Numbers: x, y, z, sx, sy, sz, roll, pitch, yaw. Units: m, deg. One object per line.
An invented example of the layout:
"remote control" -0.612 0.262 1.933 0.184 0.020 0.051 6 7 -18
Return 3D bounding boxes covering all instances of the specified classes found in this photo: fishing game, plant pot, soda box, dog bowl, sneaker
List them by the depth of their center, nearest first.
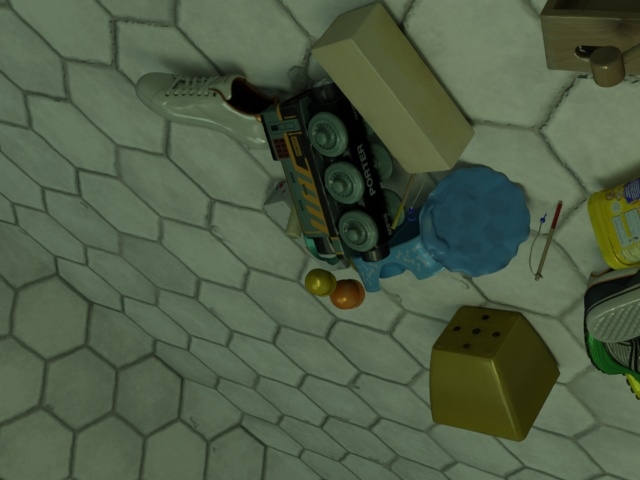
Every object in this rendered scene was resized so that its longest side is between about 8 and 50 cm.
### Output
"sneaker" 0.564 0.049 1.318 0.321 0.127 0.126 -20 129 24
"fishing game" 0.259 -0.029 1.425 0.264 0.189 0.041 16 177 8
"sneaker" 0.591 0.189 1.509 0.344 0.134 0.146 36 145 -26
"sneaker" -0.201 -0.272 1.555 0.290 0.105 0.123 19 140 6
"dog bowl" 0.169 0.005 1.569 0.074 0.166 0.297 53 147 -12
"plant pot" 0.345 0.256 1.757 0.212 0.212 0.187 5 128 38
"soda box" -0.016 -0.029 1.771 0.216 0.069 0.074 46 148 -25

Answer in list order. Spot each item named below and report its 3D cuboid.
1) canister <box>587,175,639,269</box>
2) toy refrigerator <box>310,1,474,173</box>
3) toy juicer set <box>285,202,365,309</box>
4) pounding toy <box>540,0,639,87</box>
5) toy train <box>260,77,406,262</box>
"canister" 0.489 -0.039 1.243 0.170 0.073 0.126 -32 68 56
"toy refrigerator" 0.117 -0.232 1.317 0.269 0.094 0.102 48 154 -26
"toy juicer set" 0.000 0.000 1.656 0.090 0.209 0.329 -2 137 41
"pounding toy" 0.352 -0.233 0.978 0.181 0.206 0.094 11 145 31
"toy train" 0.021 -0.115 1.471 0.190 0.142 0.333 -1 116 40
